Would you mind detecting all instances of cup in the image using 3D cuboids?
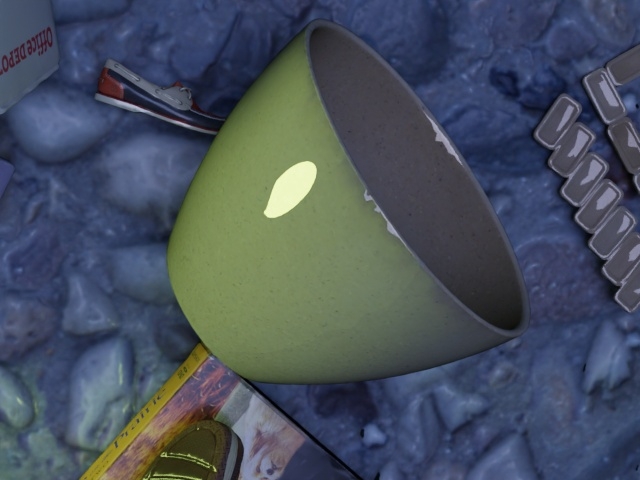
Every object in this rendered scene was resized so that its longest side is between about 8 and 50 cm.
[{"bbox_3d":[0.000,0.000,1.177,0.237,0.331,0.331,-33,104,20],"label":"cup"}]

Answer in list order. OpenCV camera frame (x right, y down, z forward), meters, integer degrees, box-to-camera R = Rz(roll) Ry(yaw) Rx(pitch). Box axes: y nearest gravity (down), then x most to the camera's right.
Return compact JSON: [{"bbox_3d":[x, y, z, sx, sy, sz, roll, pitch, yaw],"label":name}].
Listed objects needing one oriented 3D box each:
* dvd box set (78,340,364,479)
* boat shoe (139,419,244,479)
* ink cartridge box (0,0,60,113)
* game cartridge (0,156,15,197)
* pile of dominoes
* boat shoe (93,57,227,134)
[{"bbox_3d":[-0.143,0.356,1.292,0.307,0.062,0.420,43,86,-13],"label":"dvd box set"},{"bbox_3d":[-0.139,0.296,1.222,0.095,0.095,0.257,38,78,-48],"label":"boat shoe"},{"bbox_3d":[-0.323,-0.269,1.061,0.129,0.223,0.307,-5,109,5],"label":"ink cartridge box"},{"bbox_3d":[-0.452,-0.036,1.094,0.355,0.068,0.230,26,95,-45],"label":"game cartridge"},{"bbox_3d":[0.344,-0.071,1.372,0.196,0.040,0.251,-29,94,-7],"label":"pile of dominoes"},{"bbox_3d":[-0.148,-0.135,1.241,0.137,0.049,0.043,18,91,-9],"label":"boat shoe"}]
